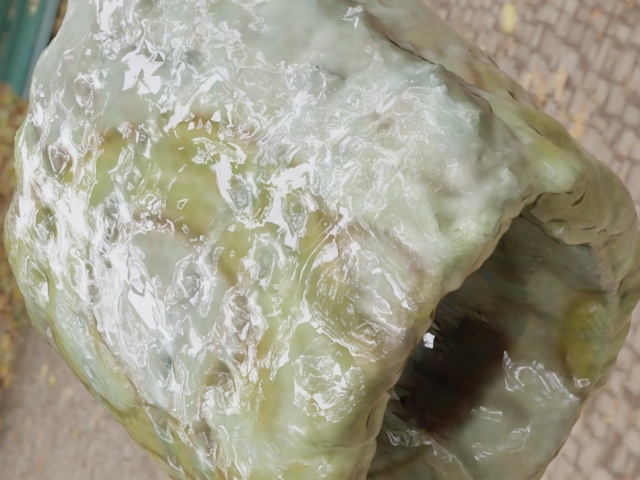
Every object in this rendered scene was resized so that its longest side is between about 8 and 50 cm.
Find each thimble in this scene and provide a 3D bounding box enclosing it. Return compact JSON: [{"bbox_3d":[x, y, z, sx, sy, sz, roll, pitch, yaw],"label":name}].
[{"bbox_3d":[0.000,0.000,0.434,0.143,0.137,0.190,41,144,30],"label":"thimble"}]
